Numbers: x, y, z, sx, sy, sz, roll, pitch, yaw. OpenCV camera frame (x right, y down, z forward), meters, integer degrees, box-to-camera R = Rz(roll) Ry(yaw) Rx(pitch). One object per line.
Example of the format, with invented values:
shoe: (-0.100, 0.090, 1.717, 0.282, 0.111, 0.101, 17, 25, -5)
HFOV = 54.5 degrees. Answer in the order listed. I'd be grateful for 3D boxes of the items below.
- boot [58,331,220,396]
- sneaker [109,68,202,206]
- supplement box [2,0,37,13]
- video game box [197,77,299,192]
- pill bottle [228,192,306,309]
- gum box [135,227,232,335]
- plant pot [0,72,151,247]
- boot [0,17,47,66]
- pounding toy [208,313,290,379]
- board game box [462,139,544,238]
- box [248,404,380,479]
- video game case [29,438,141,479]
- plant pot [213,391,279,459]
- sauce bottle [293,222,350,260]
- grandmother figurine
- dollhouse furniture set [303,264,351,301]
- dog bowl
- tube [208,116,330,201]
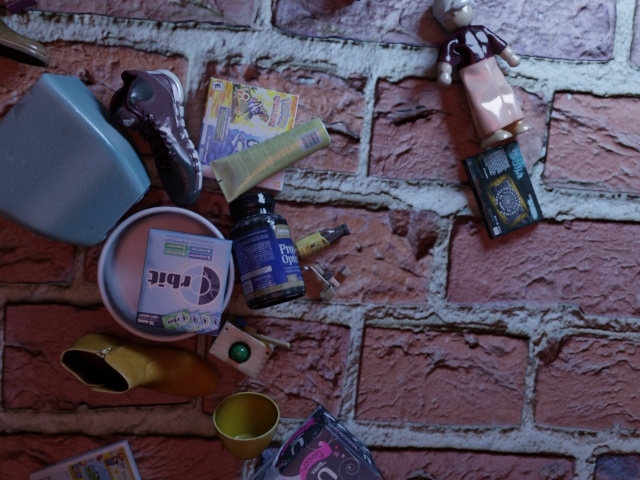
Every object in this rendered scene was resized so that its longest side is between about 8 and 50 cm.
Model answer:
boot: (-0.343, 0.262, 1.207, 0.295, 0.211, 0.104, 21, 91, -7)
sneaker: (-0.333, -0.198, 1.203, 0.107, 0.163, 0.281, -16, 87, 30)
supplement box: (-0.611, -0.503, 1.229, 0.055, 0.043, 0.083, -28, 94, -4)
video game box: (-0.153, -0.216, 1.288, 0.187, 0.048, 0.205, 10, 92, -9)
pill bottle: (-0.114, 0.021, 1.255, 0.123, 0.123, 0.219, -15, 81, -5)
gum box: (-0.259, 0.079, 1.187, 0.157, 0.041, 0.184, 9, 93, -7)
plant pot: (-0.462, -0.132, 1.162, 0.252, 0.248, 0.247, 42, 94, -16)
boot: (-0.663, -0.440, 1.202, 0.305, 0.112, 0.115, 26, 79, -4)
pounding toy: (-0.144, 0.208, 1.260, 0.130, 0.141, 0.100, 31, 89, -6)
board game box: (0.400, -0.111, 1.359, 0.126, 0.026, 0.186, -21, 94, -5)
box: (-0.025, 0.498, 1.285, 0.163, 0.142, 0.247, 44, 87, -6)
video game case: (-0.470, 0.556, 1.301, 0.207, 0.026, 0.226, -18, 93, -5)
plant pot: (-0.153, 0.395, 1.284, 0.134, 0.134, 0.095, 0, 119, -6)
sauce bottle: (0.000, 0.000, 1.315, 0.128, 0.042, 0.042, -25, 95, -2)
grandmother figurine: (0.324, -0.371, 1.310, 0.208, 0.104, 0.342, -22, 92, -32)
dollhouse furniture set: (0.009, 0.071, 1.285, 0.091, 0.114, 0.081, -45, 92, 0)
dog bowl: (-0.305, 0.064, 1.256, 0.265, 0.104, 0.264, 0, 93, -6)
tube: (-0.099, -0.170, 1.248, 0.240, 0.070, 0.062, -27, 129, -4)
